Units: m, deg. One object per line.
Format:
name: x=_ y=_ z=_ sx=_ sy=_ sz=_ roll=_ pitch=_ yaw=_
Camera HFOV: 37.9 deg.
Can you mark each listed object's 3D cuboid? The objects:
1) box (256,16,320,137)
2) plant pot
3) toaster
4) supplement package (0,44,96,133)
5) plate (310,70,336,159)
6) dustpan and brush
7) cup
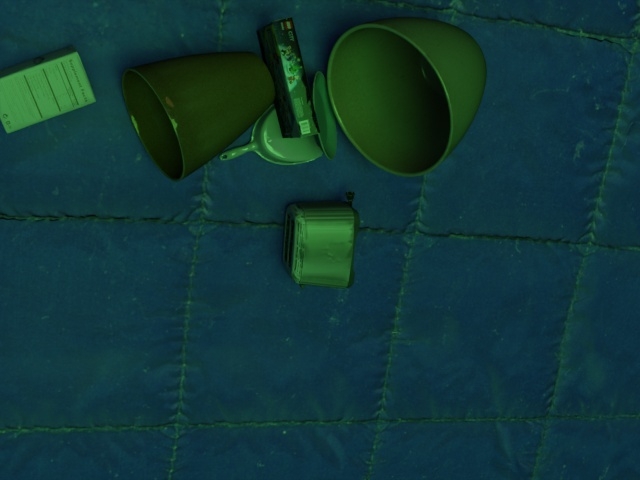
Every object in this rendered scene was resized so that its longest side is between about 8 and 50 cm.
box: x=-0.067 y=-0.325 z=1.889 sx=0.044 sy=0.159 sz=0.233 roll=-16 pitch=100 yaw=-13
plant pot: x=-0.227 y=-0.278 z=1.857 sx=0.254 sy=0.237 sz=0.237 roll=-30 pitch=116 yaw=-23
toaster: x=0.000 y=0.000 z=2.067 sx=0.146 sy=0.129 sz=0.227 roll=0 pitch=109 yaw=-17
supplement package: x=-0.537 y=-0.293 z=1.792 sx=0.179 sy=0.105 sz=0.105 roll=-22 pitch=114 yaw=-11
plate: x=0.001 y=-0.261 z=1.960 sx=0.024 sy=0.188 sz=0.188 roll=-7 pitch=113 yaw=13
dustpan and brush: x=-0.115 y=-0.214 z=2.000 sx=0.211 sy=0.060 sz=0.147 roll=-23 pitch=102 yaw=-17
cup: x=0.212 y=-0.330 z=1.952 sx=0.237 sy=0.331 sz=0.331 roll=-33 pitch=119 yaw=-35
